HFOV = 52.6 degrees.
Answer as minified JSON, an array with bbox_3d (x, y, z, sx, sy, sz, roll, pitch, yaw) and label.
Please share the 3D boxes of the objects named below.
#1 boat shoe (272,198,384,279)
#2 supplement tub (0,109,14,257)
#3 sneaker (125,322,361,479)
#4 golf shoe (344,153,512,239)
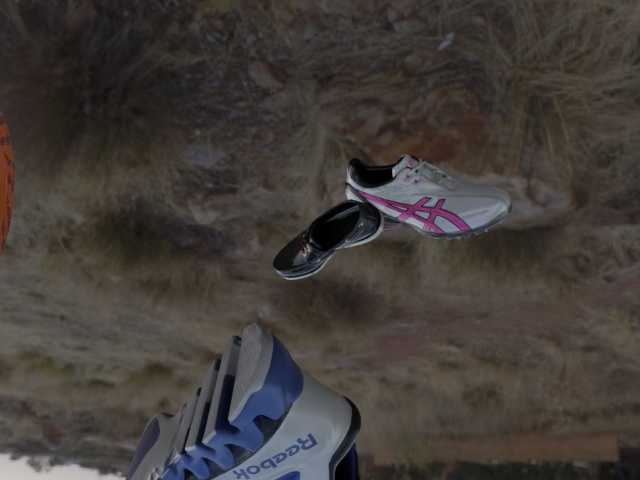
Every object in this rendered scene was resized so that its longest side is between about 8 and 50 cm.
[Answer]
[{"bbox_3d":[0.000,-0.002,0.653,0.133,0.049,0.042,-29,149,29],"label":"boat shoe"},{"bbox_3d":[-0.449,-0.053,0.522,0.337,0.207,0.207,4,165,-10],"label":"supplement tub"},{"bbox_3d":[-0.067,0.222,0.618,0.182,0.127,0.315,32,129,-17],"label":"sneaker"},{"bbox_3d":[0.111,-0.051,0.704,0.186,0.067,0.086,4,131,25],"label":"golf shoe"}]
